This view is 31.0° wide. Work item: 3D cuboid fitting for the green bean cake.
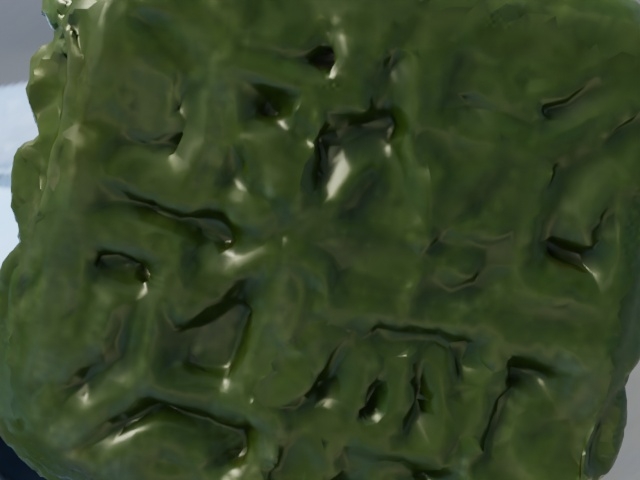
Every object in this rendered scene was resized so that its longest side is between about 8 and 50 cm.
[{"bbox_3d":[0.000,0.000,0.443,0.125,0.248,0.222,-58,-21,-82],"label":"green bean cake"}]
